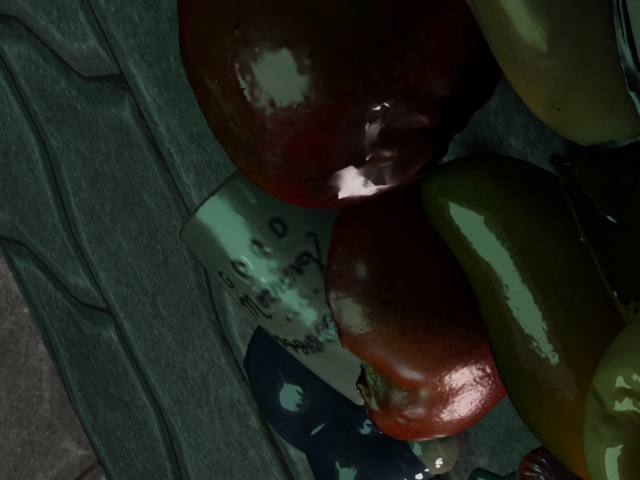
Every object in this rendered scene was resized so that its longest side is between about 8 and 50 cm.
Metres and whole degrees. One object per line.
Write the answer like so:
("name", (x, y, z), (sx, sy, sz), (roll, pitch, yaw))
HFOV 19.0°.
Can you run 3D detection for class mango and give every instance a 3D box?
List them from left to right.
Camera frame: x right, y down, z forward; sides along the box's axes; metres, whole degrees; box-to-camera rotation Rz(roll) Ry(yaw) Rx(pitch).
("mango", (0.188, 0.055, 1.443), (0.146, 0.129, 0.289), (2, 127, 49))

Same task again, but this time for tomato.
("tomato", (0.112, 0.050, 1.568), (0.139, 0.200, 0.233), (3, 137, 33))

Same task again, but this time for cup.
("cup", (0.032, 0.003, 1.738), (0.234, 0.186, 0.258), (49, 131, 6))

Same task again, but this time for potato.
("potato", (0.150, -0.169, 1.200), (0.234, 0.146, 0.150), (58, 162, -13))

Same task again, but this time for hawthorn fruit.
("hawthorn fruit", (-0.013, -0.169, 1.439), (0.300, 0.254, 0.254), (35, 151, 26))

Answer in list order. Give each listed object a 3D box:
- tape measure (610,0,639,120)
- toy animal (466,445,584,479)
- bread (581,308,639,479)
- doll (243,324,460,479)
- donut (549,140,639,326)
("tape measure", (0.273, -0.089, 1.066), (0.271, 0.133, 0.231), (30, 137, 54))
("toy animal", (0.224, 0.244, 1.707), (0.208, 0.100, 0.103), (13, 153, 52))
("bread", (0.296, 0.121, 1.090), (0.311, 0.173, 0.121), (22, -165, -10))
("doll", (0.026, 0.182, 2.025), (0.258, 0.154, 0.228), (59, 165, 23))
("donut", (0.251, 0.048, 1.251), (0.272, 0.107, 0.272), (-24, -90, -83))
